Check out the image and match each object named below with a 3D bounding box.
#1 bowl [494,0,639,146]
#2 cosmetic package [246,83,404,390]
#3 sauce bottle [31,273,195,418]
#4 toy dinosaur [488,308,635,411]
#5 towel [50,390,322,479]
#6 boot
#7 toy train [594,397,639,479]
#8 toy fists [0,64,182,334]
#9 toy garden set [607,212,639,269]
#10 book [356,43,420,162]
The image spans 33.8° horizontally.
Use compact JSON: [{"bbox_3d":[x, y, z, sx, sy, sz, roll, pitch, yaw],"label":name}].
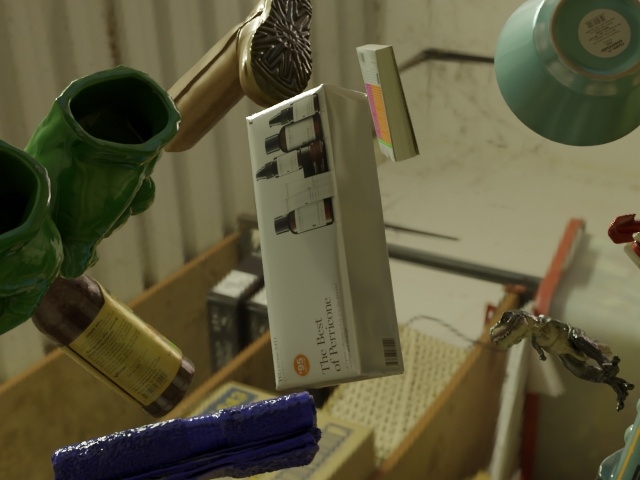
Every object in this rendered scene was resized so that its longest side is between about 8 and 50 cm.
[{"bbox_3d":[0.473,-0.338,1.856,0.163,0.311,0.312,89,-161,-77],"label":"bowl"},{"bbox_3d":[0.000,0.000,0.880,0.060,0.099,0.239,4,-106,-45],"label":"cosmetic package"},{"bbox_3d":[-0.334,0.119,1.522,0.344,0.111,0.111,45,-124,-24],"label":"sauce bottle"},{"bbox_3d":[0.307,0.135,1.230,0.268,0.118,0.064,21,-74,-45],"label":"toy dinosaur"},{"bbox_3d":[-0.153,0.268,1.266,0.228,0.308,0.076,97,160,-67],"label":"towel"},{"bbox_3d":[-0.122,-0.191,1.377,0.089,0.269,0.236,36,-140,-21],"label":"boot"},{"bbox_3d":[0.321,0.189,0.829,0.142,0.190,0.334,-19,-47,-32],"label":"toy train"},{"bbox_3d":[-0.201,-0.013,0.726,0.142,0.096,0.279,-45,1,38],"label":"toy fists"},{"bbox_3d":[0.323,-0.030,0.806,0.244,0.049,0.204,4,-47,-45],"label":"toy garden set"},{"bbox_3d":[0.082,-0.180,1.367,0.096,0.035,0.144,-139,33,-71],"label":"book"}]
